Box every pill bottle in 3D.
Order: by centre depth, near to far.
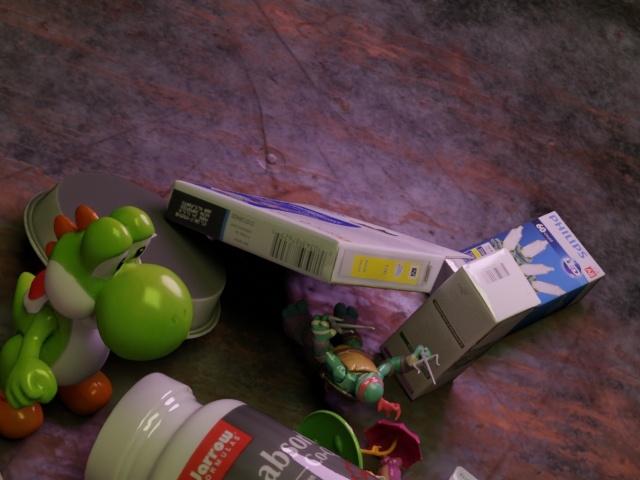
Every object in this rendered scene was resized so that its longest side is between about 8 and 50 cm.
[{"bbox_3d":[-0.081,0.313,1.821,0.363,0.210,0.210,27,44,17],"label":"pill bottle"}]

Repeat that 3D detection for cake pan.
[{"bbox_3d":[-0.245,0.010,2.040,0.293,0.054,0.293,29,24,-14],"label":"cake pan"}]

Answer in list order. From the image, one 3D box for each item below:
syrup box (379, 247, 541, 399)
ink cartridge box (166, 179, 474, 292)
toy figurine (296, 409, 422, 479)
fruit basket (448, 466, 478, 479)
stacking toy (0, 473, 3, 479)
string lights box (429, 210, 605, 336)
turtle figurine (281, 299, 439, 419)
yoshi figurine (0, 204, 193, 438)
[{"bbox_3d":[0.188,0.117,2.146,0.093,0.237,0.096,-20,72,-38],"label":"syrup box"},{"bbox_3d":[0.000,0.000,2.114,0.303,0.072,0.307,19,4,39],"label":"ink cartridge box"},{"bbox_3d":[0.068,0.300,2.040,0.159,0.130,0.173,-3,79,-42],"label":"toy figurine"},{"bbox_3d":[0.248,0.475,1.957,0.327,0.165,0.353,39,43,3],"label":"fruit basket"},{"bbox_3d":[-0.595,0.286,1.578,0.480,0.350,0.350,-37,78,-27],"label":"stacking toy"},{"bbox_3d":[0.293,0.059,2.362,0.259,0.077,0.133,-22,67,-39],"label":"string lights box"},{"bbox_3d":[0.044,0.153,2.081,0.175,0.118,0.234,24,8,-32],"label":"turtle figurine"},{"bbox_3d":[-0.259,0.116,1.811,0.203,0.362,0.204,21,47,-14],"label":"yoshi figurine"}]
